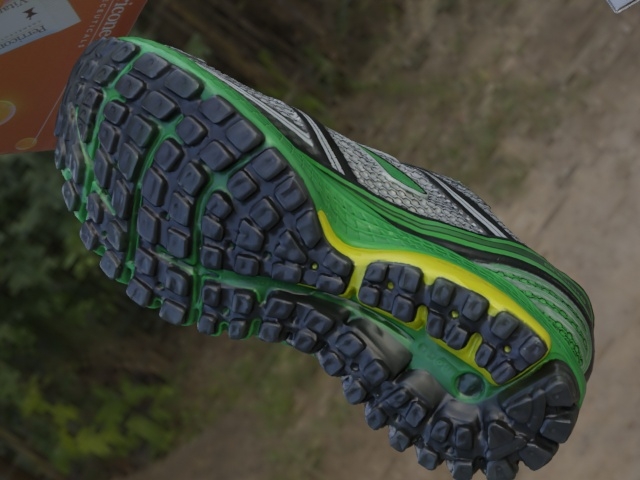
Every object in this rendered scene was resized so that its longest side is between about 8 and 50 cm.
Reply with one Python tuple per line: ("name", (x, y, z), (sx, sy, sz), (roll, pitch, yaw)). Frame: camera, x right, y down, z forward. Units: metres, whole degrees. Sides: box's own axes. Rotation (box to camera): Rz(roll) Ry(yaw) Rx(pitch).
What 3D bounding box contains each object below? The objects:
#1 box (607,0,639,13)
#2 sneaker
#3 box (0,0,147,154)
("box", (0.106, -0.217, 0.914), (0.038, 0.186, 0.145), (-31, 22, 18))
("sneaker", (0.000, 0.000, 1.055), (0.134, 0.343, 0.146), (-57, -5, 27))
("box", (-0.302, -0.166, 1.141), (0.215, 0.345, 0.168), (-52, 54, 48))
